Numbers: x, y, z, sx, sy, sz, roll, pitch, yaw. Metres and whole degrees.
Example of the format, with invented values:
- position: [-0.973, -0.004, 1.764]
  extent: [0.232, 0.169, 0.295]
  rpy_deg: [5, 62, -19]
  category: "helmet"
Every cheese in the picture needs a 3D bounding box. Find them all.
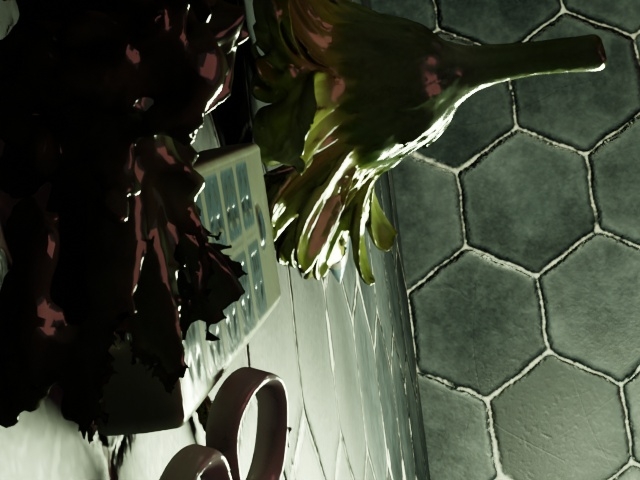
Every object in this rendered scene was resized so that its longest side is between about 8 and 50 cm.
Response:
- position: [0.001, 0.001, 1.398]
  extent: [0.060, 0.041, 0.084]
  rpy_deg: [78, 6, -48]
  category: "cheese"

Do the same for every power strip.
- position: [-0.065, 0.009, 0.800]
  extent: [0.367, 0.043, 0.106]
  rpy_deg: [-53, 135, -81]
  category: "power strip"

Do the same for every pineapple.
- position: [-0.073, -0.116, 0.492]
  extent: [0.175, 0.175, 0.361]
  rpy_deg: [-59, 155, -80]
  category: "pineapple"

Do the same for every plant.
- position: [0.032, -0.143, 1.191]
  extent: [0.261, 0.297, 0.306]
  rpy_deg: [54, 1, 31]
  category: "plant"

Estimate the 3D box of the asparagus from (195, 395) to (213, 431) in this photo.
- position: [-0.051, 0.151, 0.884]
  extent: [0.013, 0.016, 0.166]
  rpy_deg: [-45, 137, -39]
  category: "asparagus"

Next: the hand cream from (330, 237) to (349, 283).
- position: [0.008, -0.023, 1.498]
  extent: [0.170, 0.043, 0.065]
  rpy_deg: [80, 6, -61]
  category: "hand cream"

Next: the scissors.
- position: [-0.040, 0.180, 0.785]
  extent: [0.118, 0.031, 0.242]
  rpy_deg: [-55, 149, -44]
  category: "scissors"
